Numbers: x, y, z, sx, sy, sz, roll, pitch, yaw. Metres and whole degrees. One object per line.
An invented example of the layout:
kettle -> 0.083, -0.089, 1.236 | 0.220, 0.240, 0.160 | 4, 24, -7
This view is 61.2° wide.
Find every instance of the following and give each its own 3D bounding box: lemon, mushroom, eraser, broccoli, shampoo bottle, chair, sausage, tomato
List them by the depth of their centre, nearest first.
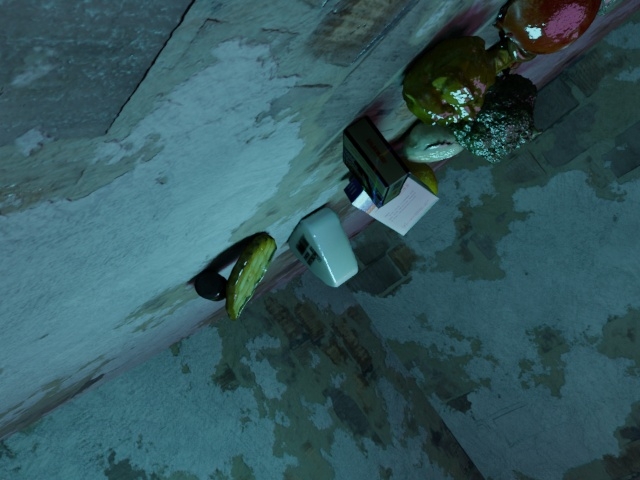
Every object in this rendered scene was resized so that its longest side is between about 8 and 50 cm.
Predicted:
tomato -> 0.610, -0.585, 1.382 | 0.309, 0.170, 0.309 | -35, 175, -4
mushroom -> 0.602, -0.587, 1.598 | 0.109, 0.126, 0.085 | -16, -143, 13
broccoli -> 0.573, -0.430, 1.831 | 0.303, 0.321, 0.283 | -65, -150, 11
chair -> 0.660, -0.607, 1.930 | 0.086, 0.037, 0.042 | -11, 152, -23
shampoo bottle -> -0.388, 0.173, 1.989 | 0.101, 0.101, 0.284 | -35, 173, -7
sausage -> 0.720, -0.655, 2.018 | 0.043, 0.043, 0.186 | -35, 173, -8
lemon -> 0.347, -0.215, 2.242 | 0.293, 0.293, 0.293 | -35, 173, -5
eraser -> 0.000, 0.000, 2.278 | 0.150, 0.331, 0.331 | -31, 172, -25

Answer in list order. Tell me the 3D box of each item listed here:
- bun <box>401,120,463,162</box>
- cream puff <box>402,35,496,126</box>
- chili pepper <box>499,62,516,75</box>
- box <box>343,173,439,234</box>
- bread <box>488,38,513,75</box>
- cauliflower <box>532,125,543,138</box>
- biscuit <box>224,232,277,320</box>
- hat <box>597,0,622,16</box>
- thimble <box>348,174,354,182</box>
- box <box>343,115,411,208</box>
bun -> 0.411, -0.368, 1.978 | 0.239, 0.141, 0.239 | -5, 175, 0
cream puff -> 0.320, -0.392, 1.345 | 0.244, 0.196, 0.244 | -11, 151, -6
chili pepper -> 0.694, -0.653, 1.927 | 0.045, 0.027, 0.178 | -2, 156, -29
box -> 0.264, -0.170, 2.002 | 0.299, 0.106, 0.200 | 27, 114, -36
bread -> 0.549, -0.560, 1.680 | 0.368, 0.084, 0.077 | -34, -147, -3
cauliflower -> 0.732, -0.485, 2.226 | 0.260, 0.281, 0.327 | -34, -176, 18
biscuit -> -0.254, 0.111, 1.951 | 0.335, 0.078, 0.329 | -53, 166, -50
hat -> 0.939, -0.813, 1.645 | 0.245, 0.149, 0.214 | -27, 179, 33
thimble -> 0.163, -0.234, 2.054 | 0.095, 0.066, 0.104 | -29, 170, -29
box -> 0.154, -0.215, 1.567 | 0.084, 0.198, 0.310 | -36, 174, -2
